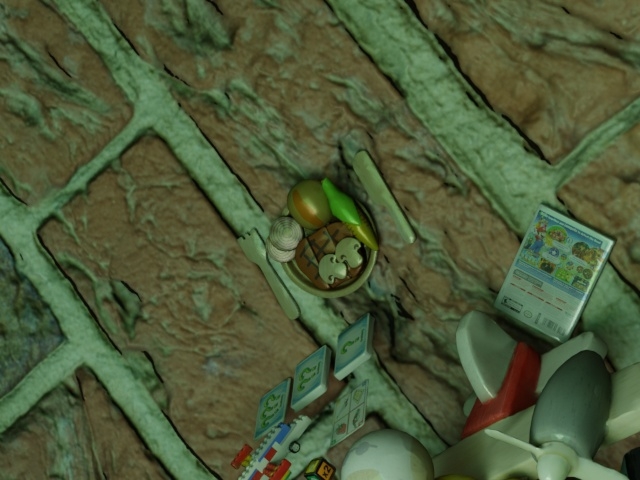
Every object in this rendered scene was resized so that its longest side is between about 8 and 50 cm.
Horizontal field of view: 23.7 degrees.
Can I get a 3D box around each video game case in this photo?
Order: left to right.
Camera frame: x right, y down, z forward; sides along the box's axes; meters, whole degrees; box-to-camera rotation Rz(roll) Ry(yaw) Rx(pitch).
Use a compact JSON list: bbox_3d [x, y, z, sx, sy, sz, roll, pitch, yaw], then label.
[{"bbox_3d":[0.240,0.034,1.570,0.087,0.011,0.122,29,109,20],"label":"video game case"}]

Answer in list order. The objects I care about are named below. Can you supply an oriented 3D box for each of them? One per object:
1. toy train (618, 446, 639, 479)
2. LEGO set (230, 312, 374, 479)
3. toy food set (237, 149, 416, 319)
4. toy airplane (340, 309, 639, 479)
[{"bbox_3d":[0.339,0.347,1.406,0.142,0.334,0.190,-2,138,2],"label":"toy train"},{"bbox_3d":[-0.028,0.186,1.599,0.182,0.244,0.060,-38,112,26],"label":"LEGO set"},{"bbox_3d":[0.000,0.000,1.664,0.192,0.038,0.132,-35,82,26],"label":"toy food set"},{"bbox_3d":[0.141,0.225,1.438,0.386,0.272,0.384,-63,27,6],"label":"toy airplane"}]
